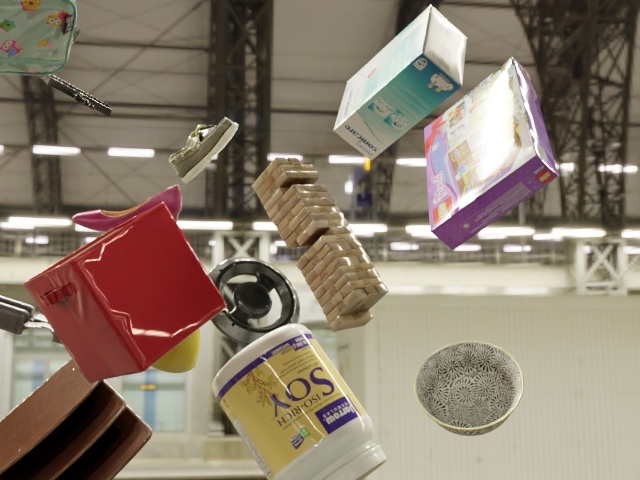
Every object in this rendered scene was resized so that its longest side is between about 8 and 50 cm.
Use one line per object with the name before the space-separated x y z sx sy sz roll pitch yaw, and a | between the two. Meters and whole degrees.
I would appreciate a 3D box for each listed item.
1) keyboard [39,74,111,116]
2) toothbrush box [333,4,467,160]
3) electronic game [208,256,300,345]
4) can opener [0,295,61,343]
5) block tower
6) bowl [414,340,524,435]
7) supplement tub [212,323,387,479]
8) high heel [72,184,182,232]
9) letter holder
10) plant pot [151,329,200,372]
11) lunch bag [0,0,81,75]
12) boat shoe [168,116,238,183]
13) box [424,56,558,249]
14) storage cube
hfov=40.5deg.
keyboard | -0.505 -0.305 1.791 0.108 0.023 0.180 37 6 31
toothbrush box | 0.182 -0.355 1.972 0.126 0.216 0.295 36 -49 -19
electronic game | -0.152 0.134 1.933 0.229 0.229 0.048 4 -36 -26
can opener | -0.534 0.114 1.546 0.283 0.095 0.076 19 6 -7
block tower | 0.000 0.000 1.601 0.091 0.335 0.097 -5 -33 -46
bowl | 0.236 0.248 1.366 0.170 0.170 0.080 -3 -46 13
supplement tub | -0.042 0.364 1.763 0.241 0.331 0.241 -33 -17 -11
high heel | -0.442 -0.078 1.990 0.244 0.117 0.082 4 15 -9
letter holder | -0.526 0.418 1.766 0.214 0.302 0.152 27 -27 45
plant pot | -0.297 0.188 1.752 0.134 0.095 0.134 19 27 -10
lunch bag | -0.577 -0.391 1.558 0.279 0.108 0.224 -4 -34 -28
boat shoe | -0.324 -0.256 2.355 0.109 0.091 0.305 -48 8 -38
box | 0.259 -0.143 1.375 0.057 0.293 0.201 37 -57 -24
storage cube | -0.301 0.085 1.337 0.183 0.193 0.215 -20 15 48
